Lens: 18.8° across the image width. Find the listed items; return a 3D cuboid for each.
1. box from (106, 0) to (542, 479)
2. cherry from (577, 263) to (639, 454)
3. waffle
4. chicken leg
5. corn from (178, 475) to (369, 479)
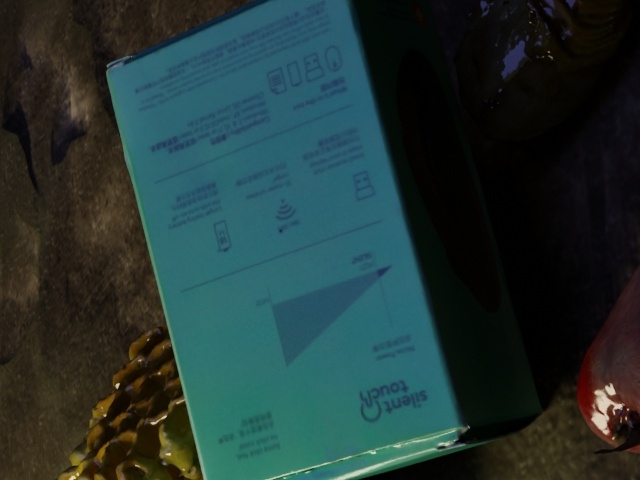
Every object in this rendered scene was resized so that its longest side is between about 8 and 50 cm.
[{"bbox_3d":[0.000,0.000,1.249,0.205,0.118,0.311,-21,79,33],"label":"box"},{"bbox_3d":[0.196,0.067,1.051,0.126,0.087,0.106,-57,24,3],"label":"cherry"},{"bbox_3d":[-0.121,0.135,1.495,0.229,0.057,0.219,-34,20,37],"label":"waffle"},{"bbox_3d":[0.155,-0.161,1.204,0.103,0.088,0.228,-97,27,-53],"label":"chicken leg"},{"bbox_3d":[-0.058,0.196,1.466,0.291,0.101,0.101,-21,63,54],"label":"corn"}]
